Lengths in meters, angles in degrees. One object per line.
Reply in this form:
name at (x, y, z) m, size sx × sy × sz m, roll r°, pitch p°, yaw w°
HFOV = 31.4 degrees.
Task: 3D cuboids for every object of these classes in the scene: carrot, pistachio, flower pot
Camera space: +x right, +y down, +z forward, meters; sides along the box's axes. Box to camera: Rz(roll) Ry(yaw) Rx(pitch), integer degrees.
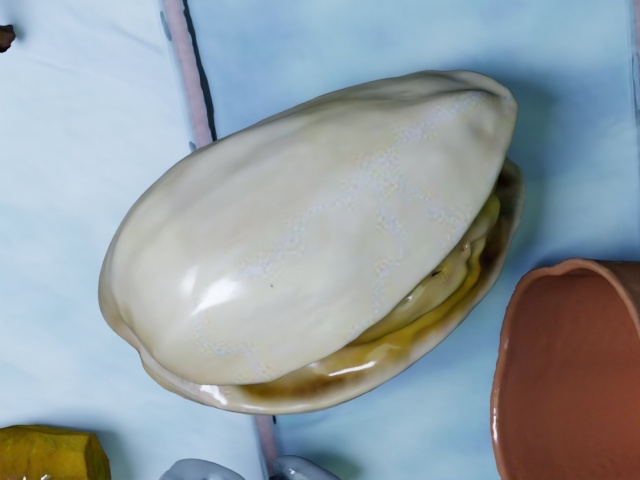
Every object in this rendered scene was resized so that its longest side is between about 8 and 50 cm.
carrot at (-0.278, 0.160, 0.647) m, size 0.314 × 0.066 × 0.066 m, roll -12°, pitch 113°, yaw 2°
pistachio at (0.000, 0.000, 0.574) m, size 0.230 × 0.157 × 0.157 m, roll -28°, pitch 113°, yaw -1°
flower pot at (0.209, 0.096, 0.622) m, size 0.173 × 0.190 × 0.190 m, roll -4°, pitch 113°, yaw -18°

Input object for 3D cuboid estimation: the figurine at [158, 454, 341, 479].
figurine at (-0.025, 0.229, 0.663) m, size 0.193 × 0.140 × 0.265 m, roll -15°, pitch 138°, yaw -20°

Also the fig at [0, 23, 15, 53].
fig at (-0.193, -0.161, 0.491) m, size 0.146 × 0.133 × 0.201 m, roll -2°, pitch 121°, yaw 4°
